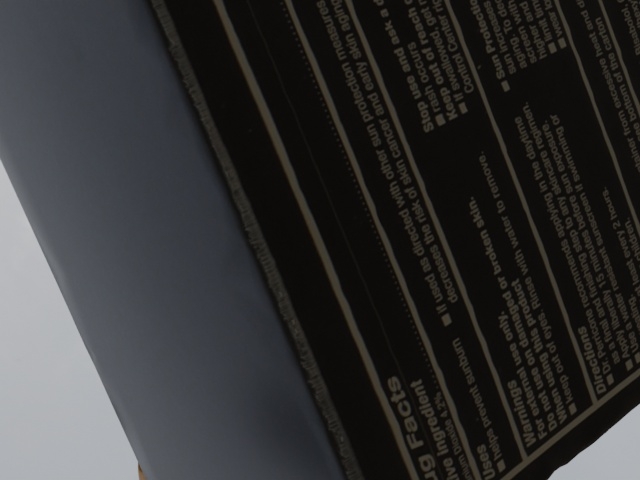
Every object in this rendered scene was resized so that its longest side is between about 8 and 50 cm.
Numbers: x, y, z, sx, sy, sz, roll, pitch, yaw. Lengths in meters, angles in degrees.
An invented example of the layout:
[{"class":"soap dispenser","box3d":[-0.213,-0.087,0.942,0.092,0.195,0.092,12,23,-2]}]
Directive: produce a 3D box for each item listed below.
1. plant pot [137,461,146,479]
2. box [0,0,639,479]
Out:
[{"class":"plant pot","box3d":[-0.042,0.225,1.224,0.205,0.188,0.205,-24,-56,-40]},{"class":"box","box3d":[0.029,-0.054,0.554,0.294,0.183,0.296,-29,-79,-35]}]
